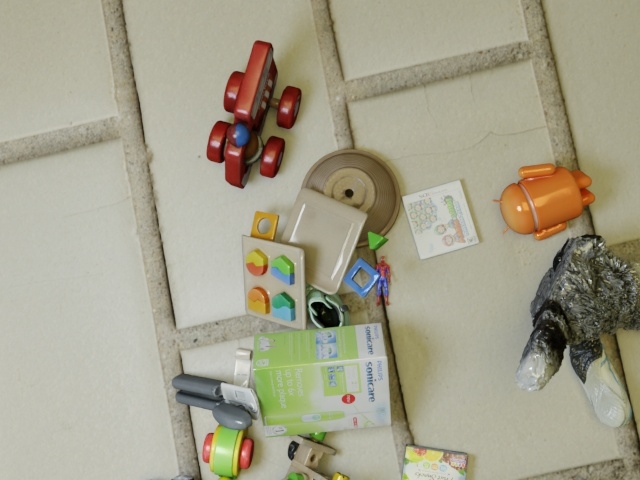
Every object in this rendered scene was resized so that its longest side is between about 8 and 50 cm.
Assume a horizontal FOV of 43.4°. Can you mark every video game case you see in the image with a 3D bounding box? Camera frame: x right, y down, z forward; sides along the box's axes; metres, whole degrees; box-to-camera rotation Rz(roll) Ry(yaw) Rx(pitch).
[{"bbox_3d":[0.280,-0.048,1.882,0.143,0.019,0.157,-16,84,2],"label":"video game case"}]

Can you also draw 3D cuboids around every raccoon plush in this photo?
[{"bbox_3d":[0.605,0.198,1.718,0.299,0.216,0.446,28,66,5],"label":"raccoon plush"}]

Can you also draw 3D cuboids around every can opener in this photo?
[{"bbox_3d":[-0.238,0.347,1.770,0.280,0.093,0.074,4,107,46],"label":"can opener"}]

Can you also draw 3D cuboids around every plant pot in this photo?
[{"bbox_3d":[0.069,-0.102,1.855,0.237,0.110,0.237,0,85,2],"label":"plant pot"}]

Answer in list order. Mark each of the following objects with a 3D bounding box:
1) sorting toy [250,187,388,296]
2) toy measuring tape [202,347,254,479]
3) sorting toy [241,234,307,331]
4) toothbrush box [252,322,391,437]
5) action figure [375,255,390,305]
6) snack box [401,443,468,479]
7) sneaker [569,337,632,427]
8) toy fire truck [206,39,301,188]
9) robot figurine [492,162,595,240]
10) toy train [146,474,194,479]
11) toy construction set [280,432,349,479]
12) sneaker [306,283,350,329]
[{"bbox_3d":[0.000,0.000,1.789,0.348,0.047,0.196,25,94,28],"label":"sorting toy"},{"bbox_3d":[-0.200,0.413,1.822,0.121,0.121,0.330,7,85,4],"label":"toy measuring tape"},{"bbox_3d":[-0.110,0.096,1.796,0.208,0.038,0.193,14,113,42],"label":"sorting toy"},{"bbox_3d":[0.005,0.305,1.755,0.283,0.122,0.206,-6,123,0],"label":"toothbrush box"},{"bbox_3d":[0.146,0.094,1.874,0.038,0.030,0.115,-1,83,8],"label":"action figure"},{"bbox_3d":[0.258,0.524,1.823,0.141,0.037,0.100,7,87,4],"label":"snack box"},{"bbox_3d":[0.629,0.306,1.811,0.085,0.086,0.237,-26,70,29],"label":"sneaker"},{"bbox_3d":[-0.161,-0.275,1.810,0.169,0.254,0.302,17,86,5],"label":"toy fire truck"},{"bbox_3d":[0.503,-0.091,1.820,0.219,0.158,0.128,-20,62,2],"label":"robot figurine"},{"bbox_3d":[-0.346,0.697,1.799,0.190,0.142,0.333,-4,84,13],"label":"toy train"},{"bbox_3d":[0.023,0.550,1.763,0.309,0.257,0.237,27,74,-15],"label":"toy construction set"},{"bbox_3d":[-0.016,0.100,1.820,0.094,0.151,0.256,-35,83,1],"label":"sneaker"}]
